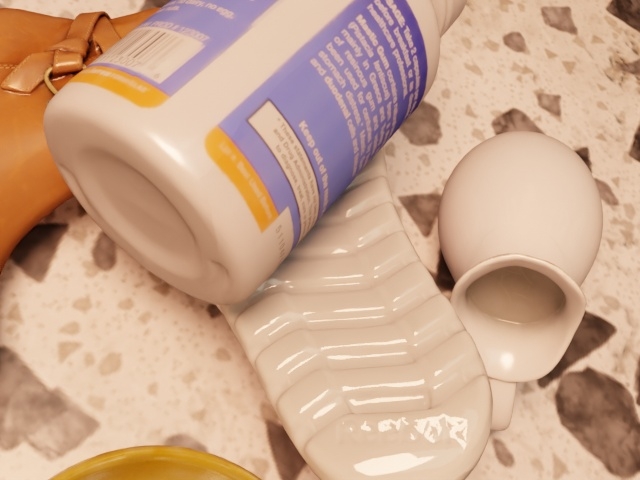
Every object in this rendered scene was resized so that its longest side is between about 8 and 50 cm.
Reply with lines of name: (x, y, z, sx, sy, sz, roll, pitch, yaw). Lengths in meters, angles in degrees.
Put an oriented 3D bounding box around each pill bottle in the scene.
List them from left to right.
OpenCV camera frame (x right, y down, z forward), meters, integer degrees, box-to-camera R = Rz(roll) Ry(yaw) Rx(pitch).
pill bottle: (-0.020, -0.104, 0.471, 0.152, 0.152, 0.272, 40, 62, 3)

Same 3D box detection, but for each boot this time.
boot: (-0.180, -0.051, 0.516, 0.220, 0.109, 0.284, -12, 55, -14)

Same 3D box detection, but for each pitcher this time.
pitcher: (0.147, 0.024, 0.582, 0.125, 0.178, 0.207, 9, 37, 10)

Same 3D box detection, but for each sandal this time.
sandal: (-0.015, 0.004, 0.550, 0.169, 0.102, 0.416, -15, 52, -4)

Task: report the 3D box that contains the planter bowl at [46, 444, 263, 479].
planter bowl: (-0.097, 0.231, 0.406, 0.217, 0.090, 0.217, 19, 50, -24)
